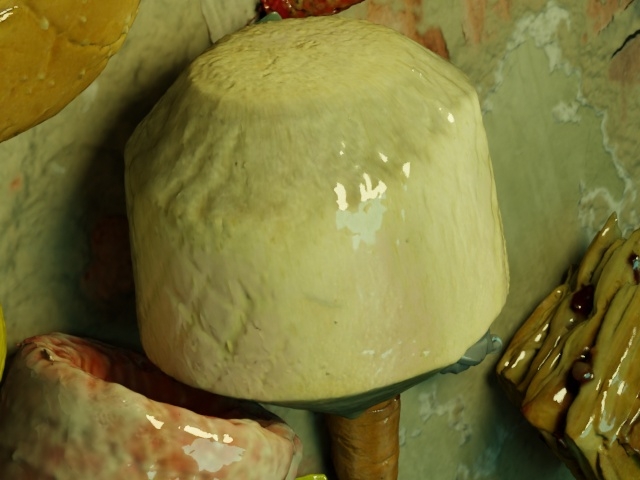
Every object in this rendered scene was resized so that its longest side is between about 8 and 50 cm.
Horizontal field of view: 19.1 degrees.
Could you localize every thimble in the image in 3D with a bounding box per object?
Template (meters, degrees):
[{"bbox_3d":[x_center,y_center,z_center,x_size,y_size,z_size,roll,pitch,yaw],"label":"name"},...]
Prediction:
[{"bbox_3d":[-0.138,0.178,1.421,0.239,0.239,0.162,17,95,-48],"label":"thimble"}]

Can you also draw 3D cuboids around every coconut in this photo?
[{"bbox_3d":[0.000,0.000,1.448,0.329,0.329,0.328,-21,121,-39],"label":"coconut"}]

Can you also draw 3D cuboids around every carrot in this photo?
[{"bbox_3d":[0.040,0.210,1.747,0.072,0.072,0.205,-32,136,-33],"label":"carrot"}]

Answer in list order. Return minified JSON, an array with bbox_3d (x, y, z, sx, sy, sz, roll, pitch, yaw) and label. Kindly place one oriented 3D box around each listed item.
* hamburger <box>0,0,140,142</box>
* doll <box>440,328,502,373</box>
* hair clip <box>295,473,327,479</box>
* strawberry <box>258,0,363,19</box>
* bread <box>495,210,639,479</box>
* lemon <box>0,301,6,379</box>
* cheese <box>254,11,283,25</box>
[{"bbox_3d":[-0.243,-0.141,1.228,0.282,0.155,0.245,-58,150,6],"label":"hamburger"},{"bbox_3d":[0.093,0.084,1.735,0.180,0.079,0.094,6,118,-34],"label":"doll"},{"bbox_3d":[-0.009,0.299,1.740,0.072,0.046,0.173,-9,115,-40],"label":"hair clip"},{"bbox_3d":[0.032,-0.253,1.512,0.192,0.085,0.140,-35,131,-29],"label":"strawberry"},{"bbox_3d":[0.328,0.114,1.910,0.314,0.191,0.370,51,57,-39],"label":"bread"},{"bbox_3d":[-0.295,0.066,1.226,0.187,0.187,0.244,-39,161,-28],"label":"lemon"},{"bbox_3d":[-0.020,-0.148,1.527,0.067,0.026,0.121,-32,148,28],"label":"cheese"}]
